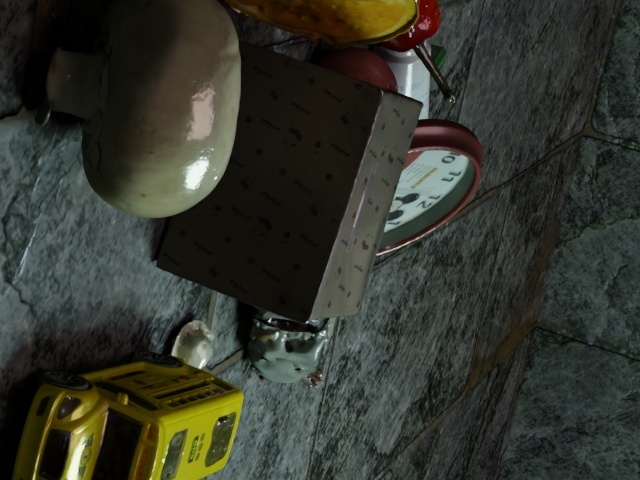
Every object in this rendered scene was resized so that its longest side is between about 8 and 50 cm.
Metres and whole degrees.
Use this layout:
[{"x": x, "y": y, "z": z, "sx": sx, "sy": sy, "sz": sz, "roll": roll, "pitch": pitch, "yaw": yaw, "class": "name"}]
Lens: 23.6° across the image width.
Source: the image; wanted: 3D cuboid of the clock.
[{"x": 0.078, "y": -0.076, "z": 2.168, "sx": 0.319, "sy": 0.080, "sz": 0.318, "roll": -18, "pitch": 153, "yaw": -9, "class": "clock"}]

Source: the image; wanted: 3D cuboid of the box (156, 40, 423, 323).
[{"x": -0.035, "y": -0.070, "z": 1.903, "sx": 0.190, "sy": 0.225, "sz": 0.297, "roll": 7, "pitch": 102, "yaw": -69, "class": "box"}]

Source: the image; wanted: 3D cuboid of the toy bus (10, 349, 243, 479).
[{"x": -0.221, "y": 0.227, "z": 1.783, "sx": 0.330, "sy": 0.152, "sz": 0.144, "roll": -7, "pitch": 115, "yaw": -68, "class": "toy bus"}]

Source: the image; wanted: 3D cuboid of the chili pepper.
[{"x": 0.103, "y": -0.338, "z": 2.172, "sx": 0.338, "sy": 0.131, "sz": 0.134, "roll": 70, "pitch": 18, "yaw": -54, "class": "chili pepper"}]

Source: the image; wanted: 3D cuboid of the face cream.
[{"x": 0.125, "y": -0.253, "z": 2.355, "sx": 0.092, "sy": 0.092, "sz": 0.311, "roll": -53, "pitch": 154, "yaw": -42, "class": "face cream"}]

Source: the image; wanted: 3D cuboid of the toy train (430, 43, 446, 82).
[{"x": 0.165, "y": -0.285, "z": 2.480, "sx": 0.093, "sy": 0.056, "sz": 0.038, "roll": -57, "pitch": 153, "yaw": -36, "class": "toy train"}]

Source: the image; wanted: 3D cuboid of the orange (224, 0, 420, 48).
[{"x": -0.008, "y": -0.330, "z": 1.713, "sx": 0.310, "sy": 0.274, "sz": 0.274, "roll": -35, "pitch": 139, "yaw": -68, "class": "orange"}]

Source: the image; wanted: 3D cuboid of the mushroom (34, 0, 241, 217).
[{"x": -0.181, "y": -0.143, "z": 1.537, "sx": 0.246, "sy": 0.202, "sz": 0.246, "roll": -173, "pitch": -90, "yaw": -68, "class": "mushroom"}]

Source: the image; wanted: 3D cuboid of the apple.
[{"x": 0.043, "y": -0.195, "z": 2.151, "sx": 0.153, "sy": 0.120, "sz": 0.153, "roll": -50, "pitch": 149, "yaw": -46, "class": "apple"}]

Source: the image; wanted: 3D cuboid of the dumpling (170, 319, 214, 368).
[{"x": -0.173, "y": 0.141, "z": 2.004, "sx": 0.076, "sy": 0.057, "sz": 0.052, "roll": -43, "pitch": -167, "yaw": -6, "class": "dumpling"}]

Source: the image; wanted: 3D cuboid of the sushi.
[{"x": -0.042, "y": 0.086, "z": 2.132, "sx": 0.332, "sy": 0.124, "sz": 0.130, "roll": 89, "pitch": 17, "yaw": -54, "class": "sushi"}]
